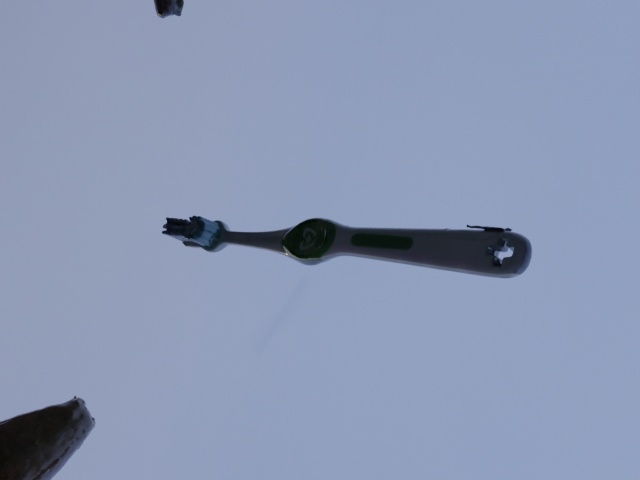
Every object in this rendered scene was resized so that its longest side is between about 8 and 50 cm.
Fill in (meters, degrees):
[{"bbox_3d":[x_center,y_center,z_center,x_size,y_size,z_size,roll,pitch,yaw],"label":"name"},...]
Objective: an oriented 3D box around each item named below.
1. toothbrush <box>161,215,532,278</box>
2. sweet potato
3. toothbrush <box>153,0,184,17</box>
[{"bbox_3d":[0.004,0.002,0.844,0.418,0.040,0.042,5,-104,46],"label":"toothbrush"},{"bbox_3d":[-0.244,0.156,0.581,0.255,0.058,0.078,-20,-119,16],"label":"sweet potato"},{"bbox_3d":[-0.136,-0.342,0.721,0.041,0.041,0.364,-2,-83,48],"label":"toothbrush"}]
